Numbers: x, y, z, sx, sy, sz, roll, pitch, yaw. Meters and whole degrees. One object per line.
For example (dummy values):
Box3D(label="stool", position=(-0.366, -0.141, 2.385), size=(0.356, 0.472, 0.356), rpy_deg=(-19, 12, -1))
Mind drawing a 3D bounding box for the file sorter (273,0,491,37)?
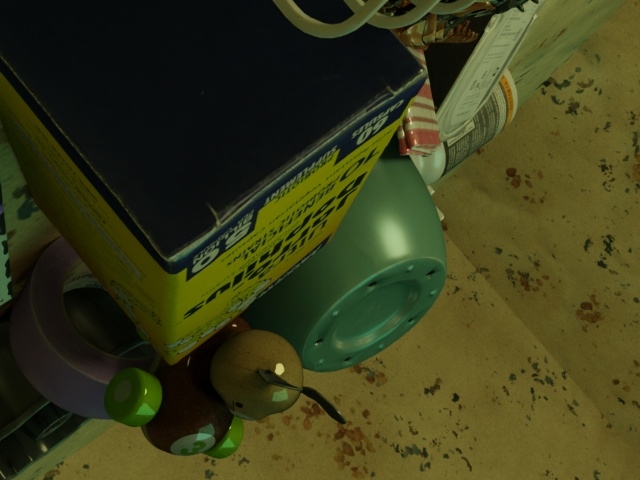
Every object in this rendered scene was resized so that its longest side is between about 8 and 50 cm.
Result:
Box3D(label="file sorter", position=(0.063, -0.233, 0.509), size=(0.173, 0.193, 0.277), rpy_deg=(-41, 174, 35))

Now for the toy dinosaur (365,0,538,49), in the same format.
Box3D(label="toy dinosaur", position=(0.104, -0.252, 0.864), size=(0.218, 0.164, 0.322), rpy_deg=(-32, -175, 11))

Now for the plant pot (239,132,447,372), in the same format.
Box3D(label="plant pot", position=(0.000, 0.000, 1.055), size=(0.293, 0.235, 0.293), rpy_deg=(-27, 150, -17))

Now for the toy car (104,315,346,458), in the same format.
Box3D(label="toy car", position=(-0.071, 0.140, 0.887), size=(0.155, 0.188, 0.149), rpy_deg=(37, 67, -48))

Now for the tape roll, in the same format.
Box3D(label="tape roll", position=(-0.218, 0.083, 0.993), size=(0.189, 0.189, 0.080), rpy_deg=(-33, 170, -45))

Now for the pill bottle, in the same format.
Box3D(label="pill bottle", position=(0.162, -0.179, 1.470), size=(0.278, 0.162, 0.162), rpy_deg=(-36, 172, -31))

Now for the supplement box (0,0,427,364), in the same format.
Box3D(label="supplement box", position=(-0.094, -0.064, 0.701), size=(0.194, 0.195, 0.356), rpy_deg=(-38, 173, -17))

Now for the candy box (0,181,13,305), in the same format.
Box3D(label="candy box", position=(-0.297, 0.022, 0.639), size=(0.165, 0.070, 0.196), rpy_deg=(-37, 169, -27))

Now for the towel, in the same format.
Box3D(label="towel", position=(0.088, -0.186, 1.021), size=(0.029, 0.197, 0.144), rpy_deg=(-10, -179, 17))

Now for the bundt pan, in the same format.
Box3D(label="bundt pan", position=(-0.350, 0.173, 1.127), size=(0.331, 0.124, 0.331), rpy_deg=(-40, 174, -5))

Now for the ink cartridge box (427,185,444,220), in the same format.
Box3D(label="ink cartridge box", position=(0.114, -0.087, 1.643), size=(0.115, 0.198, 0.067), rpy_deg=(-40, 173, -7))

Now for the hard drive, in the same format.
Box3D(label="hard drive", position=(0.215, -0.276, 1.205), size=(0.339, 0.064, 0.237), rpy_deg=(-61, 166, 23))
